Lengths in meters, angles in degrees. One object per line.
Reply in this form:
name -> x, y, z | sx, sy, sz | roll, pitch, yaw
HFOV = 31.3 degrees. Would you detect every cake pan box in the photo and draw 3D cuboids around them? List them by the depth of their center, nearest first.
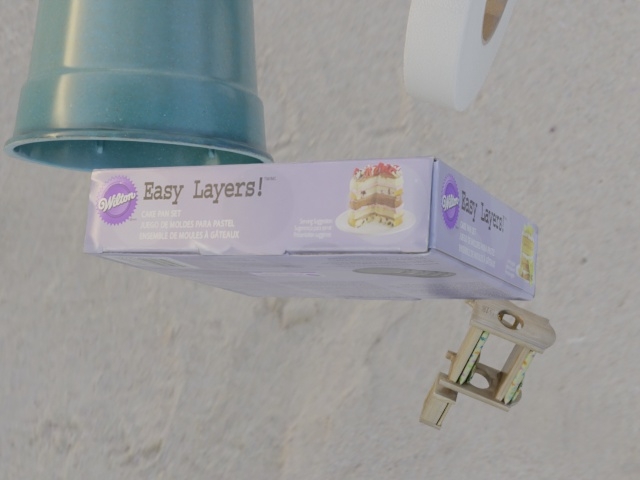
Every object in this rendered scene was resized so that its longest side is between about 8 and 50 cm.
cake pan box -> 0.000, 0.000, 0.828 | 0.267, 0.246, 0.070 | -1, 78, 27

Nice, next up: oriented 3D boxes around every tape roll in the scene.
tape roll -> 0.202, -0.353, 1.427 | 0.072, 0.392, 0.392 | 18, 66, 14

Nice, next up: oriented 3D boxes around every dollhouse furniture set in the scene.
dollhouse furniture set -> 0.213, 0.132, 1.416 | 0.101, 0.182, 0.161 | 22, 38, 2

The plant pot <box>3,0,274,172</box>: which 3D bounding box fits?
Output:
plant pot -> -0.225, -0.265, 1.471 | 0.341, 0.341, 0.334 | 2, 85, -13
